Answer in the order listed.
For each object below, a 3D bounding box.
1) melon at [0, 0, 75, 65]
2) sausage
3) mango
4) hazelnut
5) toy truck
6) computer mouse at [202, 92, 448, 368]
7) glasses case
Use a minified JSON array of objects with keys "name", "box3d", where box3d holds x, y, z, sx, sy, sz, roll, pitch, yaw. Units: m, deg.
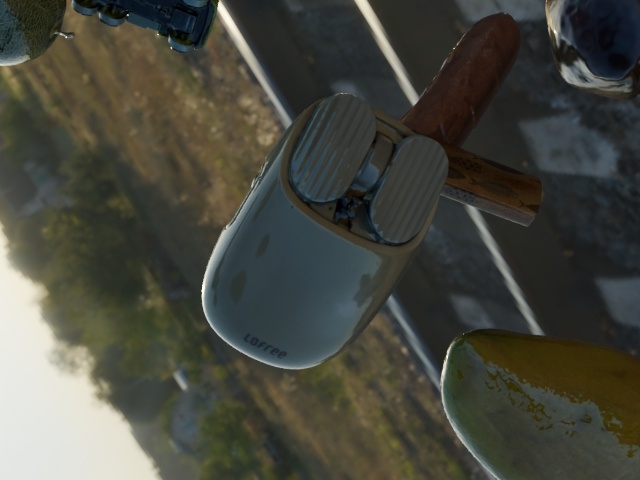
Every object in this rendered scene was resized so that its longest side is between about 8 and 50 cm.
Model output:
[{"name":"melon","box3d":[-0.341,-0.253,1.244,0.192,0.139,0.139,29,168,1]},{"name":"sausage","box3d":[0.134,-0.133,1.473,0.088,0.433,0.088,29,151,17]},{"name":"mango","box3d":[0.235,0.173,1.116,0.317,0.176,0.119,28,-150,-21]},{"name":"hazelnut","box3d":[0.324,-0.234,1.292,0.202,0.160,0.170,-109,9,-82]},{"name":"toy truck","box3d":[-0.192,-0.284,1.338,0.169,0.100,0.077,20,130,-5]},{"name":"computer mouse","box3d":[0.000,0.000,0.969,0.145,0.236,0.082,30,-164,-13]},{"name":"glasses case","box3d":[0.171,-0.075,1.383,0.065,0.170,0.041,-85,21,-44]}]
